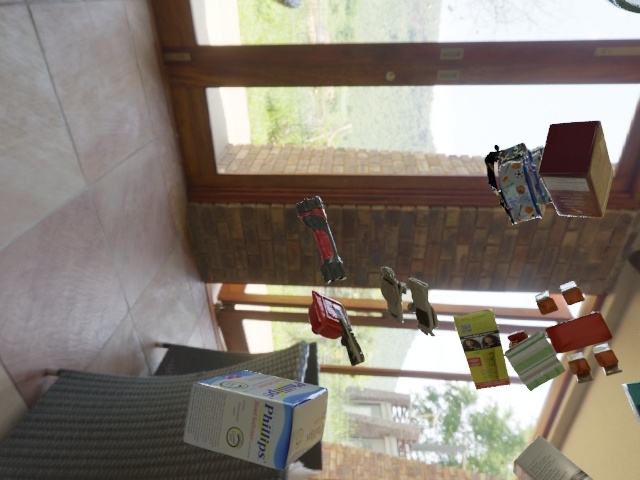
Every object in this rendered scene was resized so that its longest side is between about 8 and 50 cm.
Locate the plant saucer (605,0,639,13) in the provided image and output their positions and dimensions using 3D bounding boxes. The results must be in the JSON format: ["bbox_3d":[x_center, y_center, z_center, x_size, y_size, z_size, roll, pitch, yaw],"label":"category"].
[{"bbox_3d":[0.394,-0.290,0.464,0.195,0.194,0.038,-67,170,-78],"label":"plant saucer"}]

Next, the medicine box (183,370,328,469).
[{"bbox_3d":[-0.158,0.459,1.111,0.263,0.289,0.149,26,69,-68],"label":"medicine box"}]

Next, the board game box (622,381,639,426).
[{"bbox_3d":[1.260,0.581,1.396,0.079,0.335,0.254,37,39,-59],"label":"board game box"}]

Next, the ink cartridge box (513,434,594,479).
[{"bbox_3d":[0.519,0.528,0.873,0.203,0.086,0.148,40,-15,39],"label":"ink cartridge box"}]

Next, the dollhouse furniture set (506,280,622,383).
[{"bbox_3d":[0.696,0.288,1.220,0.135,0.259,0.262,-5,69,-62],"label":"dollhouse furniture set"}]

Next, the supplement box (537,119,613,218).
[{"bbox_3d":[0.476,-0.125,0.772,0.188,0.080,0.104,30,75,-45],"label":"supplement box"}]

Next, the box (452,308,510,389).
[{"bbox_3d":[0.368,0.252,0.944,0.058,0.087,0.232,-86,155,-48],"label":"box"}]

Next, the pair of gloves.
[{"bbox_3d":[0.284,0.194,1.347,0.240,0.042,0.204,17,-51,58],"label":"pair of gloves"}]

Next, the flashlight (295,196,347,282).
[{"bbox_3d":[0.000,0.000,1.482,0.103,0.103,0.304,45,28,-77],"label":"flashlight"}]

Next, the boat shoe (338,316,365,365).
[{"bbox_3d":[0.083,0.305,1.263,0.056,0.049,0.152,47,15,-55],"label":"boat shoe"}]

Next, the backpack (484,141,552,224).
[{"bbox_3d":[0.739,-0.197,1.508,0.276,0.213,0.263,50,48,-23],"label":"backpack"}]

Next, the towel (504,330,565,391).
[{"bbox_3d":[0.559,0.317,1.091,0.152,0.113,0.023,52,11,-19],"label":"towel"}]

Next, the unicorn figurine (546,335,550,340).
[{"bbox_3d":[0.845,0.309,1.386,0.111,0.161,0.060,-17,112,-54],"label":"unicorn figurine"}]

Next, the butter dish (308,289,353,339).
[{"bbox_3d":[0.014,0.271,1.402,0.118,0.159,0.160,-48,-146,21],"label":"butter dish"}]
